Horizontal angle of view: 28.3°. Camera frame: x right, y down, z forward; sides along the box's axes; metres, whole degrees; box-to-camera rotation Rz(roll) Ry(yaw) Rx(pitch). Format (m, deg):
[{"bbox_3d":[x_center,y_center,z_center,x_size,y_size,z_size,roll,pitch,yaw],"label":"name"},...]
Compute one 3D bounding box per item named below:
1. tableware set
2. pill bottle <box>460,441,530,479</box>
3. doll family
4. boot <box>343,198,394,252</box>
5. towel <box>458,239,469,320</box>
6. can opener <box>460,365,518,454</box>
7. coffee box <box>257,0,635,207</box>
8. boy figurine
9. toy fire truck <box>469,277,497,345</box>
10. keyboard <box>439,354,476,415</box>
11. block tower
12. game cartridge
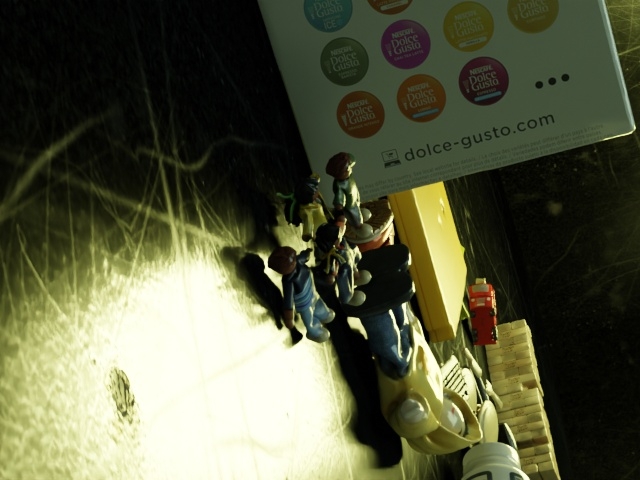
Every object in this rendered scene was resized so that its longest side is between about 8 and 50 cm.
[{"bbox_3d":[0.225,0.264,1.932,0.194,0.039,0.128,53,40,-47],"label":"tableware set"},{"bbox_3d":[0.240,0.368,1.727,0.180,0.108,0.108,-87,159,-52],"label":"pill bottle"},{"bbox_3d":[0.000,0.000,1.156,0.111,0.076,0.193,69,17,-49],"label":"doll family"},{"bbox_3d":[0.063,0.005,1.469,0.158,0.059,0.084,-47,128,-76],"label":"boot"},{"bbox_3d":[0.246,0.039,2.308,0.237,0.021,0.102,-83,157,-59],"label":"towel"},{"bbox_3d":[0.267,0.290,2.054,0.059,0.073,0.186,39,29,-57],"label":"can opener"},{"bbox_3d":[0.134,-0.271,1.421,0.338,0.338,0.334,-64,139,-70],"label":"coffee box"},{"bbox_3d":[0.103,0.148,1.411,0.177,0.092,0.285,-90,159,-55],"label":"boy figurine"},{"bbox_3d":[0.303,0.120,2.364,0.192,0.047,0.135,74,14,-54],"label":"toy fire truck"},{"bbox_3d":[0.188,0.226,1.756,0.192,0.038,0.100,-32,107,-67],"label":"keyboard"},{"bbox_3d":[0.392,0.315,2.491,0.097,0.091,0.335,60,20,-54],"label":"block tower"},{"bbox_3d":[0.161,-0.024,1.960,0.323,0.053,0.285,-59,134,-69],"label":"game cartridge"}]
